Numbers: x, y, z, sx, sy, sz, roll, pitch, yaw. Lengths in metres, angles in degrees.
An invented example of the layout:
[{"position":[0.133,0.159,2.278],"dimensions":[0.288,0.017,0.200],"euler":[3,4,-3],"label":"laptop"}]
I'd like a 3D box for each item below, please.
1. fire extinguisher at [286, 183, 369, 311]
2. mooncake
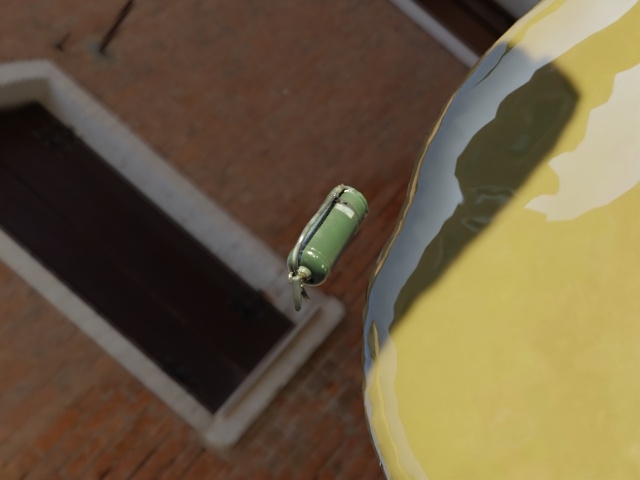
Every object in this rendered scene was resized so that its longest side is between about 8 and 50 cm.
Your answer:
[{"position":[0.000,0.000,0.725],"dimensions":[0.083,0.025,0.038],"euler":[-58,-38,-46],"label":"fire extinguisher"},{"position":[0.216,0.049,0.538],"dimensions":[0.378,0.378,0.201],"euler":[-49,-32,-5],"label":"mooncake"}]
